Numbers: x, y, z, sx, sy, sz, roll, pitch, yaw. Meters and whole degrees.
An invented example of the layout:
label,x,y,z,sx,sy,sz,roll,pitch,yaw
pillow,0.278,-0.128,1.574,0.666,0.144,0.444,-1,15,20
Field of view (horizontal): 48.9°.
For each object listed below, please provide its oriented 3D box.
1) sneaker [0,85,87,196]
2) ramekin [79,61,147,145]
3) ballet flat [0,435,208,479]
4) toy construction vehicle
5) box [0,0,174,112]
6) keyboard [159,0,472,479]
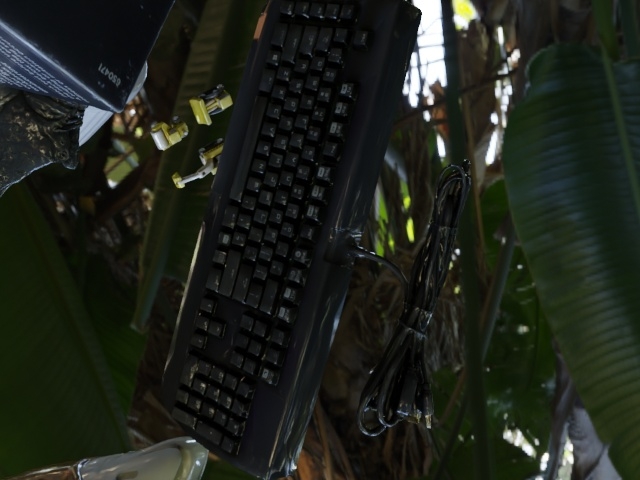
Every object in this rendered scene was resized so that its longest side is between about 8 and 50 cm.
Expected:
label,x,y,z,sx,sy,sz,roll,pitch,yaw
sneaker,-0.206,-0.098,0.558,0.170,0.089,0.051,-21,-164,-1
ramekin,-0.343,-0.210,0.783,0.127,0.272,0.273,-47,-159,30
ballet flat,-0.081,0.219,0.496,0.342,0.116,0.124,26,-89,17
toy construction vehicle,-0.131,-0.114,0.781,0.098,0.086,0.035,-32,-140,-21
box,-0.217,-0.270,0.447,0.293,0.182,0.297,17,-102,28
keyboard,0.000,0.000,0.453,0.201,0.318,0.033,17,-176,29
